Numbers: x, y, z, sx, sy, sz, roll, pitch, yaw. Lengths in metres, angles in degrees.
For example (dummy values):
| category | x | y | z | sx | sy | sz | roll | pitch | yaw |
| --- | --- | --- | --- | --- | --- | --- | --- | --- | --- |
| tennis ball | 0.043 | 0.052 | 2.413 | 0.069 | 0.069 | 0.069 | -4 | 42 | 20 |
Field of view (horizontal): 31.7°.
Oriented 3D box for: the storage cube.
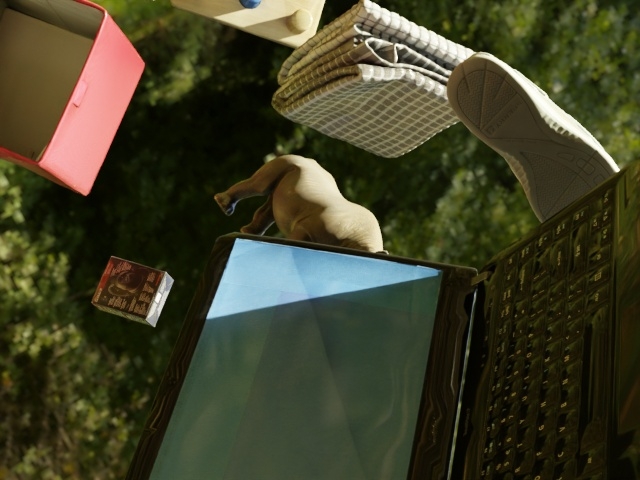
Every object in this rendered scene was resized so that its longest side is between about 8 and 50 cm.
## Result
| category | x | y | z | sx | sy | sz | roll | pitch | yaw |
| --- | --- | --- | --- | --- | --- | --- | --- | --- | --- |
| storage cube | -0.338 | -0.184 | 1.316 | 0.193 | 0.183 | 0.215 | 66 | 45 | -80 |

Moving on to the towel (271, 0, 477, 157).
| category | x | y | z | sx | sy | sz | roll | pitch | yaw |
| --- | --- | --- | --- | --- | --- | --- | --- | --- | --- |
| towel | 0.086 | -0.233 | 1.755 | 0.235 | 0.121 | 0.283 | 21 | 159 | -25 |

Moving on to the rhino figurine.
| category | x | y | z | sx | sy | sz | roll | pitch | yaw |
| --- | --- | --- | --- | --- | --- | --- | --- | --- | --- |
| rhino figurine | 0.000 | 0.000 | 1.078 | 0.106 | 0.073 | 0.243 | -39 | -131 | -5 |

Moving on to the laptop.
| category | x | y | z | sx | sy | sz | roll | pitch | yaw |
| --- | --- | --- | --- | --- | --- | --- | --- | --- | --- |
| laptop | 0.045 | 0.048 | 0.529 | 0.264 | 0.136 | 0.234 | -39 | -155 | 41 |

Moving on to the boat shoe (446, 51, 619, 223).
| category | x | y | z | sx | sy | sz | roll | pitch | yaw |
| --- | --- | --- | --- | --- | --- | --- | --- | --- | --- |
| boat shoe | 0.291 | -0.113 | 1.438 | 0.118 | 0.320 | 0.103 | -45 | -179 | 27 |

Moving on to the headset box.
| category | x | y | z | sx | sy | sz | roll | pitch | yaw |
| --- | --- | --- | --- | --- | --- | --- | --- | --- | --- |
| headset box | -0.225 | 0.059 | 1.329 | 0.083 | 0.062 | 0.032 | 14 | 162 | 18 |

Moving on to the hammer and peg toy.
| category | x | y | z | sx | sy | sz | roll | pitch | yaw |
| --- | --- | --- | --- | --- | --- | --- | --- | --- | --- |
| hammer and peg toy | -0.155 | -0.490 | 1.917 | 0.361 | 0.266 | 0.127 | 16 | 178 | -13 |
